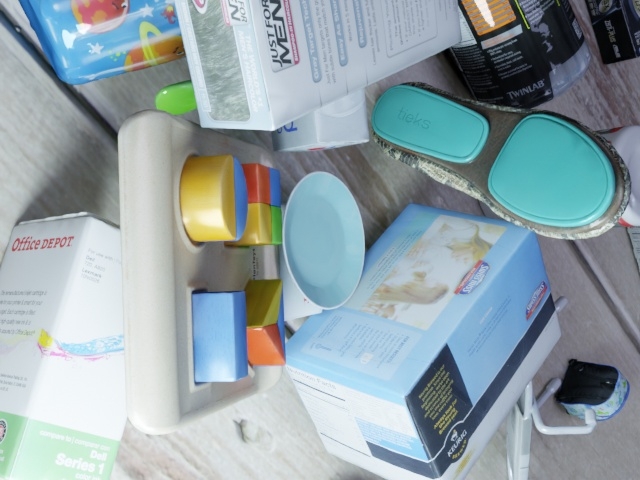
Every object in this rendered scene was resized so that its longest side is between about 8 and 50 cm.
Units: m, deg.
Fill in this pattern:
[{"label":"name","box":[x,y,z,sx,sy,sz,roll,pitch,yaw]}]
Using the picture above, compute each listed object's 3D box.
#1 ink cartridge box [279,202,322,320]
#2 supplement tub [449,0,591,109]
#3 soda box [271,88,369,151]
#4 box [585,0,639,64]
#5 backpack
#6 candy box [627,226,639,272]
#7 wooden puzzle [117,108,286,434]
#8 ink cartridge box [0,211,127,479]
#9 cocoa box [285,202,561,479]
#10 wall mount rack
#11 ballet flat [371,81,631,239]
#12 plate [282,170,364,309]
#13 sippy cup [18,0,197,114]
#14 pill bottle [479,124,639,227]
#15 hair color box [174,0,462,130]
[{"label":"ink cartridge box","box":[-0.109,0.036,1.274,0.218,0.092,0.158,-8,93,-39]},{"label":"supplement tub","box":[0.288,-0.392,1.554,0.207,0.207,0.338,-45,116,-32]},{"label":"soda box","box":[-0.013,-0.261,1.225,0.091,0.098,0.286,-7,93,-40]},{"label":"box","box":[0.634,-0.459,1.931,0.180,0.077,0.147,-30,106,-37]},{"label":"backpack","box":[0.514,0.282,1.767,0.084,0.114,0.105,46,60,-29]},{"label":"candy box","box":[0.731,0.019,1.991,0.159,0.071,0.233,-30,107,-36]},{"label":"wooden puzzle","box":[-0.104,0.032,1.074,0.348,0.080,0.322,3,85,-72]},{"label":"ink cartridge box","box":[-0.291,0.123,1.045,0.117,0.201,0.278,26,71,-37]},{"label":"cocoa box","box":[0.154,0.147,1.370,0.347,0.231,0.228,-47,131,-30]},{"label":"wall mount rack","box":[0.376,0.275,1.596,0.304,0.130,0.350,-91,176,-53]},{"label":"ballet flat","box":[0.274,-0.110,1.370,0.182,0.483,0.164,28,92,-43]},{"label":"plate","box":[0.000,0.000,1.292,0.188,0.024,0.188,8,80,-53]},{"label":"sippy cup","box":[-0.229,-0.295,1.103,0.224,0.305,0.240,-26,127,-16]},{"label":"pill bottle","box":[0.416,-0.096,1.595,0.161,0.283,0.161,3,86,-40]},{"label":"hair color box","box":[0.011,-0.268,1.073,0.374,0.113,0.185,-32,120,-44]}]
